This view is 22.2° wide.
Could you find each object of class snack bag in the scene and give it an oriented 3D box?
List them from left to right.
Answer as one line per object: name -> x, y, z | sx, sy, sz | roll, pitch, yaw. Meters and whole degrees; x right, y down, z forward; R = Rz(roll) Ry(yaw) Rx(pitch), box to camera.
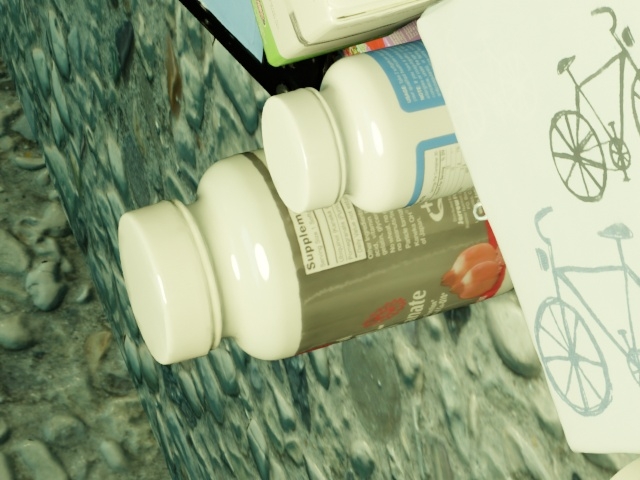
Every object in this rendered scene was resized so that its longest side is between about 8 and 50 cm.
snack bag -> 0.176, -0.029, 1.001 | 0.342, 0.037, 0.323 | 69, 161, 1

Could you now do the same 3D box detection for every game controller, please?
game controller -> -0.093, -0.255, 1.497 | 0.319, 0.067, 0.166 | 46, 161, 25

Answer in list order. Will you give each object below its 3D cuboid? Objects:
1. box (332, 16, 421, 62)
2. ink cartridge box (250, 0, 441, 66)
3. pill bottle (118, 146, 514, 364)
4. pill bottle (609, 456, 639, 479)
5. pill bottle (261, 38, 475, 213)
box -> -0.008, -0.257, 1.480 | 0.293, 0.057, 0.201 | 57, 162, -6
ink cartridge box -> 0.008, -0.253, 1.238 | 0.273, 0.115, 0.198 | 180, 75, -79
pill bottle -> 0.000, 0.000, 1.376 | 0.176, 0.319, 0.176 | 165, 90, -72
pill bottle -> 0.275, 0.241, 1.059 | 0.229, 0.131, 0.131 | -130, 32, -53
pill bottle -> 0.073, -0.091, 1.252 | 0.124, 0.222, 0.124 | 166, 90, -71
